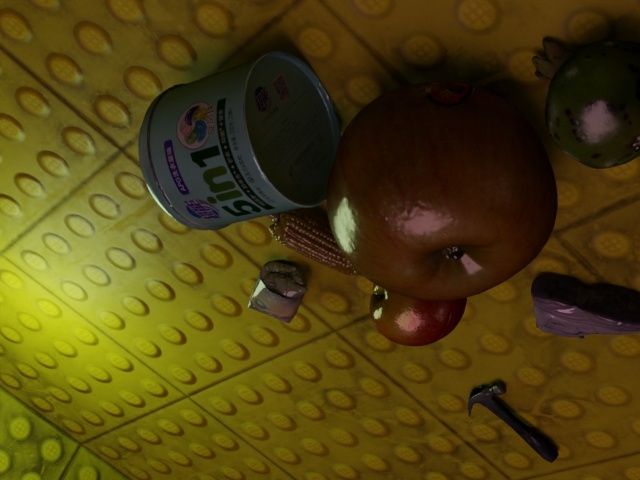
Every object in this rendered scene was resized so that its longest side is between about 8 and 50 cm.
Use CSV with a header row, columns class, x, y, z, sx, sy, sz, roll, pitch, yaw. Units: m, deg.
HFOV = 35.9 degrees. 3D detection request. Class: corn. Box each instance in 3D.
class,x,y,z,sx,sy,sz,roll,pitch,yaw
corn,0.000,0.000,2.092,0.262,0.097,0.097,30,140,-7

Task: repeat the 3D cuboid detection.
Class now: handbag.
class,x,y,z,sx,sy,sz,roll,pitch,yaw
handbag,-0.093,0.113,2.270,0.117,0.095,0.173,21,148,-4

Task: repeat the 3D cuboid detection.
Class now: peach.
class,x,y,z,sx,sy,sz,roll,pitch,yaw
peach,0.204,0.131,2.069,0.192,0.190,0.190,17,141,-10

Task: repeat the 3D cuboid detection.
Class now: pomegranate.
class,x,y,z,sx,sy,sz,roll,pitch,yaw
pomegranate,0.441,-0.232,1.563,0.263,0.211,0.211,57,156,35

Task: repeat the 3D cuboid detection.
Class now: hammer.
class,x,y,z,sx,sy,sz,roll,pitch,yaw
hammer,0.470,0.447,2.384,0.290,0.037,0.137,42,137,-19

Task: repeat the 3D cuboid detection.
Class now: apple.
class,x,y,z,sx,sy,sz,roll,pitch,yaw
apple,0.201,-0.074,1.701,0.400,0.333,0.400,5,130,6

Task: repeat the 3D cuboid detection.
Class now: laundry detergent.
class,x,y,z,sx,sy,sz,roll,pitch,yaw
laundry detergent,-0.163,-0.172,1.836,0.305,0.287,0.287,-12,128,35

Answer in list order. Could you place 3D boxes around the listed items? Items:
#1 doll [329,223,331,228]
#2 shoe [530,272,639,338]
class,x,y,z,sx,sy,sz,roll,pitch,yaw
doll,0.163,-0.029,1.957,0.296,0.117,0.141,18,151,8
shoe,0.543,0.155,1.994,0.245,0.095,0.137,14,143,18
